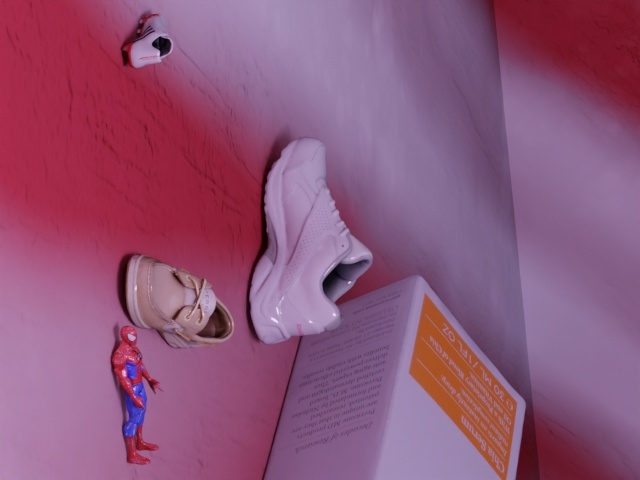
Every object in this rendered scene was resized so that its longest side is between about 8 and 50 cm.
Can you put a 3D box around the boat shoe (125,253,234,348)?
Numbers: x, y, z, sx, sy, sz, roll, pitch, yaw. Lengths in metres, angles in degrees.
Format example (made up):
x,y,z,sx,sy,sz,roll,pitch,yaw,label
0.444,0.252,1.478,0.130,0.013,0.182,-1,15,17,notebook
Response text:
x,y,z,sx,sy,sz,roll,pitch,yaw,label
-0.114,0.050,1.526,0.170,0.059,0.063,46,45,-70,boat shoe

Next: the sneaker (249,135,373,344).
x,y,z,sx,sy,sz,roll,pitch,yaw,label
0.000,0.000,1.862,0.090,0.115,0.232,63,30,-61,sneaker

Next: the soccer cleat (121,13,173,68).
x,y,z,sx,sy,sz,roll,pitch,yaw,label
-0.135,-0.163,1.500,0.083,0.036,0.029,-64,150,-60,soccer cleat

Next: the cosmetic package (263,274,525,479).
x,y,z,sx,sy,sz,roll,pitch,yaw,label
0.067,0.279,1.884,0.230,0.161,0.453,49,35,-28,cosmetic package

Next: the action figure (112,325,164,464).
x,y,z,sx,sy,sz,roll,pitch,yaw,label
-0.147,0.121,1.465,0.038,0.030,0.115,-52,137,-60,action figure
